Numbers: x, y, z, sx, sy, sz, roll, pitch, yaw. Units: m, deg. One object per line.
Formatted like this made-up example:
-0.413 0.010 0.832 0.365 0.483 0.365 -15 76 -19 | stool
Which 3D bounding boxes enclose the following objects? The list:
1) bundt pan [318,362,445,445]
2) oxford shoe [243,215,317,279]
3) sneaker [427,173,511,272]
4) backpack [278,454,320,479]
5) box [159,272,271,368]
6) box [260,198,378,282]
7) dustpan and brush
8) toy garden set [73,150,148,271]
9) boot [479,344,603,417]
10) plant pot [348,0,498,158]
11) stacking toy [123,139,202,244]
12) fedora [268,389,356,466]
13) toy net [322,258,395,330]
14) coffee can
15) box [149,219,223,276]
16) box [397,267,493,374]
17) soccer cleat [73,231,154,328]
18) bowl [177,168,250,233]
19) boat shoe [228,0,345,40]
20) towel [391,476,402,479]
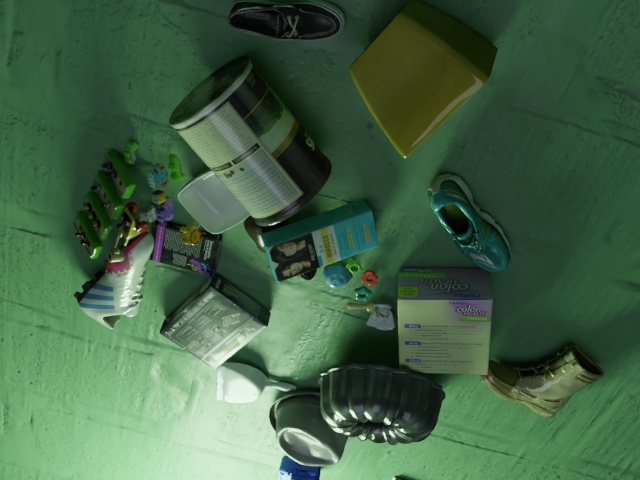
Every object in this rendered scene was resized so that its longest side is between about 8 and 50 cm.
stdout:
0.146 0.427 1.933 0.330 0.124 0.331 8 152 5 | bundt pan
-0.090 0.010 1.765 0.096 0.083 0.227 -4 137 45 | oxford shoe
0.317 -0.018 1.658 0.107 0.110 0.275 -31 118 27 | sneaker
-0.064 0.683 2.243 0.120 0.101 0.098 7 121 7 | backpack
-0.267 0.208 1.938 0.183 0.056 0.231 37 123 -20 | box
0.000 0.000 1.685 0.244 0.060 0.101 -20 124 -8 | box
-0.172 0.391 2.072 0.211 0.060 0.147 14 129 6 | dustpan and brush
-0.477 -0.042 1.698 0.049 0.204 0.244 -5 142 -46 | toy garden set
0.544 0.326 1.895 0.261 0.095 0.203 29 125 -16 | boot
0.176 -0.316 1.403 0.187 0.212 0.212 42 122 -8 | plant pot
-0.344 -0.106 1.673 0.166 0.052 0.221 19 129 35 | stacking toy
-0.018 0.536 2.109 0.275 0.124 0.243 37 123 -19 | fedora
0.113 0.127 1.837 0.122 0.045 0.232 -34 118 26 | toy net
-0.136 -0.194 1.526 0.201 0.202 0.275 -27 119 25 | coffee can
-0.320 0.018 1.819 0.162 0.029 0.116 16 128 -3 | box
0.292 0.192 1.814 0.213 0.117 0.243 0 128 8 | box
-0.464 0.099 1.841 0.143 0.116 0.331 45 129 -7 | soccer cleat
-0.227 -0.098 1.704 0.142 0.053 0.142 -28 119 26 | bowl
-0.064 -0.408 1.438 0.219 0.070 0.078 5 127 4 | boat shoe
0.265 0.769 2.316 0.151 0.023 0.113 22 129 -11 | towel
